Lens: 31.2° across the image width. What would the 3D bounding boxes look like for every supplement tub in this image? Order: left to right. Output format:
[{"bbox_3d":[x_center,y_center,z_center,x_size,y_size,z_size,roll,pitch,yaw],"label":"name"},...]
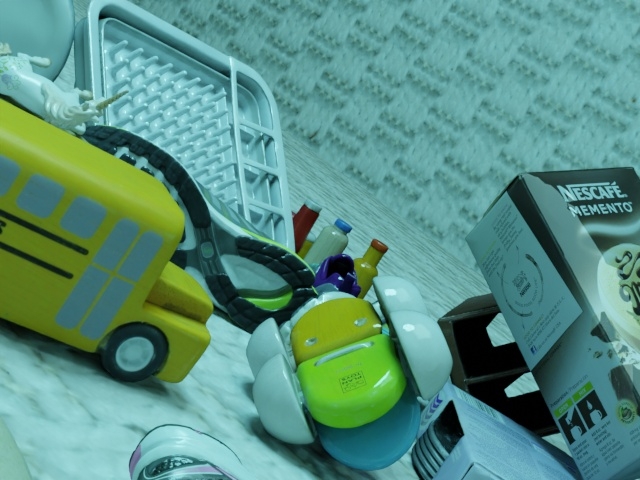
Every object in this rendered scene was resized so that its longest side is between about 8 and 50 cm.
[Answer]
[{"bbox_3d":[-0.420,-0.288,1.323,0.207,0.207,0.338,27,11,-35],"label":"supplement tub"}]

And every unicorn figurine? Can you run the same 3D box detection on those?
[{"bbox_3d":[-0.243,-0.131,1.035,0.162,0.060,0.111,18,9,3],"label":"unicorn figurine"}]

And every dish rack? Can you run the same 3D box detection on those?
[{"bbox_3d":[-0.165,-0.110,1.341,0.333,0.072,0.285,23,54,-51],"label":"dish rack"}]

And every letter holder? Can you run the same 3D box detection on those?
[{"bbox_3d":[0.276,0.127,1.351,0.302,0.214,0.152,-7,82,-76],"label":"letter holder"}]

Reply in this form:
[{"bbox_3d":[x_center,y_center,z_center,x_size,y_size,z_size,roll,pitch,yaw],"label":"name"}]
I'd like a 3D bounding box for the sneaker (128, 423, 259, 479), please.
[{"bbox_3d":[-0.032,0.178,0.652,0.178,0.072,0.077,23,22,-11],"label":"sneaker"}]

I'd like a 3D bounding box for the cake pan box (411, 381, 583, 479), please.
[{"bbox_3d":[0.213,0.250,1.080,0.267,0.070,0.246,32,7,-6],"label":"cake pan box"}]

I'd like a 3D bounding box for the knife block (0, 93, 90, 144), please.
[{"bbox_3d":[-0.365,-0.131,1.047,0.276,0.088,0.242,40,12,38],"label":"knife block"}]

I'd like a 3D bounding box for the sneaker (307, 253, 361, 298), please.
[{"bbox_3d":[0.011,0.054,1.330,0.083,0.098,0.223,31,9,-13],"label":"sneaker"}]

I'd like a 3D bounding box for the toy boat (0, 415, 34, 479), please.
[{"bbox_3d":[-0.223,0.075,0.316,0.318,0.148,0.267,37,11,-26],"label":"toy boat"}]

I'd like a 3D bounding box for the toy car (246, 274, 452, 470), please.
[{"bbox_3d":[0.030,0.123,0.959,0.182,0.159,0.136,-113,-178,-70],"label":"toy car"}]

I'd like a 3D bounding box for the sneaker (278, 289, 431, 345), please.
[{"bbox_3d":[0.050,0.127,1.169,0.275,0.107,0.110,9,44,-59],"label":"sneaker"}]

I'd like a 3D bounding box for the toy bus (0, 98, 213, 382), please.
[{"bbox_3d":[-0.216,-0.017,0.800,0.333,0.130,0.108,27,10,-32],"label":"toy bus"}]

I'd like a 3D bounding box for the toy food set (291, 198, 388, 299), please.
[{"bbox_3d":[0.000,0.000,1.567,0.111,0.104,0.232,29,9,-24],"label":"toy food set"}]

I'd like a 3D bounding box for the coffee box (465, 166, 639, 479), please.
[{"bbox_3d":[0.293,0.079,1.147,0.168,0.119,0.297,-6,59,-31],"label":"coffee box"}]

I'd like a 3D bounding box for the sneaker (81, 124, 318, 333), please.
[{"bbox_3d":[-0.139,-0.009,1.168,0.300,0.111,0.121,41,-2,-18],"label":"sneaker"}]
